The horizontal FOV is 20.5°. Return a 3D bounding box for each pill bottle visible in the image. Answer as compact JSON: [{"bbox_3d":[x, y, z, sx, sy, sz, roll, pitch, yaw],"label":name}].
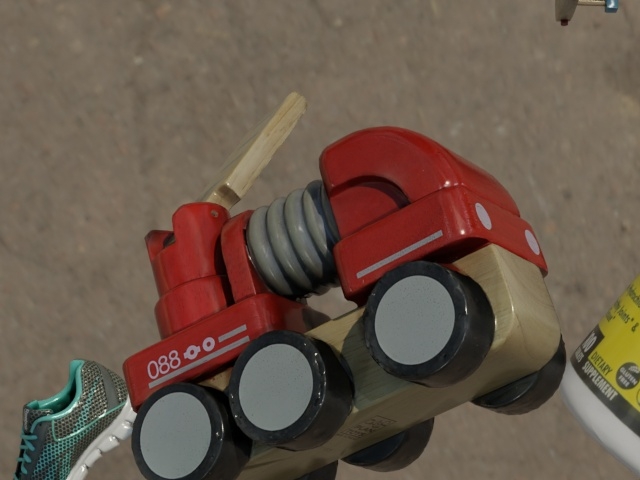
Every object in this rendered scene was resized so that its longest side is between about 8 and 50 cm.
[{"bbox_3d":[0.363,0.049,1.448,0.334,0.188,0.188,-53,55,11],"label":"pill bottle"}]

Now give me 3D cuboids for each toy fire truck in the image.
[{"bbox_3d":[0.000,0.000,0.944,0.217,0.158,0.246,-28,65,23],"label":"toy fire truck"}]

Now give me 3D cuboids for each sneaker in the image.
[{"bbox_3d":[-0.214,0.160,1.390,0.166,0.076,0.065,-50,28,-10],"label":"sneaker"}]

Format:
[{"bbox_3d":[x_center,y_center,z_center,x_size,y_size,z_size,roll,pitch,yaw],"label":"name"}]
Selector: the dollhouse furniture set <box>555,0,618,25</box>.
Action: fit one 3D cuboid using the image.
[{"bbox_3d":[0.240,-0.210,1.367,0.129,0.183,0.129,2,75,0],"label":"dollhouse furniture set"}]
